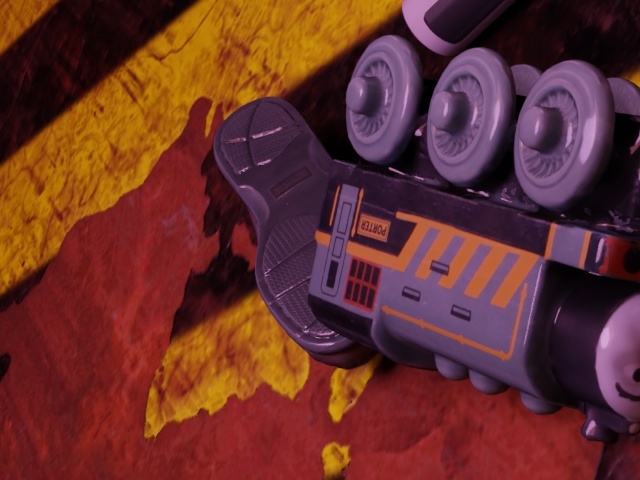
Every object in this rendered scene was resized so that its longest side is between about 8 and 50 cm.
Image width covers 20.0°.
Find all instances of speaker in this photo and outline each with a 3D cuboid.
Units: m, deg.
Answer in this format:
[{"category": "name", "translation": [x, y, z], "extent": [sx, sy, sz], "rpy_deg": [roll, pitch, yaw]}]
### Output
[{"category": "speaker", "translation": [0.116, -0.182, 1.197], "extent": [0.136, 0.055, 0.055], "rpy_deg": [-41, 39, 38]}]

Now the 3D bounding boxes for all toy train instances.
[{"category": "toy train", "translation": [0.110, -0.007, 1.020], "extent": [0.334, 0.142, 0.190], "rpy_deg": [19, 100, 59]}]

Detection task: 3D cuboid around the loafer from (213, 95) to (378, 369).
[{"category": "loafer", "translation": [0.000, 0.000, 1.266], "extent": [0.096, 0.084, 0.267], "rpy_deg": [-29, 42, 4]}]
